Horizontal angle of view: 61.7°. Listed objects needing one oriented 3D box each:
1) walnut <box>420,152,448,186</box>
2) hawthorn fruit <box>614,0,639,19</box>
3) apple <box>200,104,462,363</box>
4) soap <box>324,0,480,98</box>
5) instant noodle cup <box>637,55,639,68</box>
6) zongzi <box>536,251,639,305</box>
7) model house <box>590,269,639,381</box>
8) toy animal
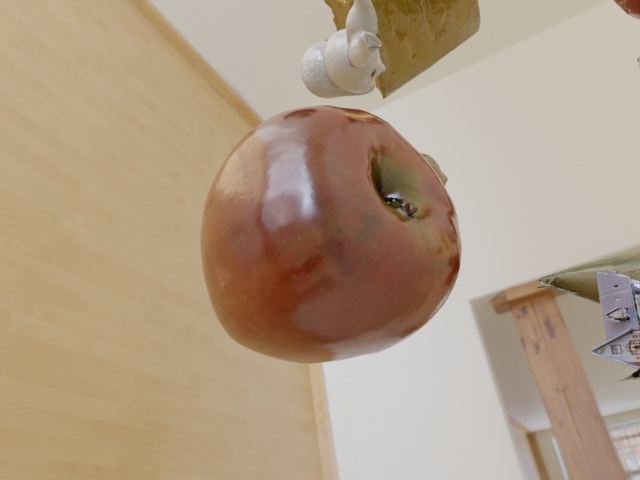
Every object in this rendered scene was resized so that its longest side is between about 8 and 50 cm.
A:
[{"bbox_3d":[0.193,-0.126,1.204,0.155,0.184,0.155,-3,90,-71],"label":"walnut"},{"bbox_3d":[0.949,-0.715,1.499,0.242,0.242,0.271,40,47,-52],"label":"hawthorn fruit"},{"bbox_3d":[0.000,0.000,0.479,0.230,0.230,0.230,51,26,-38],"label":"apple"},{"bbox_3d":[0.205,-0.554,1.294,0.156,0.335,0.293,47,-11,46],"label":"soap"},{"bbox_3d":[0.820,-0.316,1.047,0.294,0.294,0.308,41,27,-51],"label":"instant noodle cup"},{"bbox_3d":[0.488,0.067,0.769,0.260,0.289,0.123,25,72,-78],"label":"zongzi"},{"bbox_3d":[0.355,0.099,0.594,0.117,0.088,0.167,11,69,-37],"label":"model house"},{"bbox_3d":[0.064,-0.295,0.841,0.131,0.221,0.103,13,85,-21],"label":"toy animal"}]
